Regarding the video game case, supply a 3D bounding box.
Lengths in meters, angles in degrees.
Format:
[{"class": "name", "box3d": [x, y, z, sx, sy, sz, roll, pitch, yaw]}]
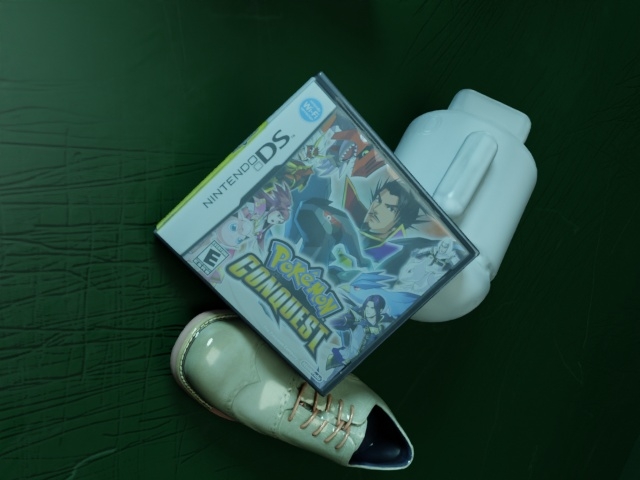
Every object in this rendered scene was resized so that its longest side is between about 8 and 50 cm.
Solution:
[{"class": "video game case", "box3d": [0.000, 0.000, 0.732, 0.248, 0.035, 0.275, -43, 103, 3]}]

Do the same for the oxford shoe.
[{"class": "oxford shoe", "box3d": [-0.012, 0.198, 0.833, 0.397, 0.146, 0.141, 33, 79, -43]}]

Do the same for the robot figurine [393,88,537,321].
[{"class": "robot figurine", "box3d": [0.169, -0.036, 0.914, 0.354, 0.199, 0.300, -61, 169, -19]}]
